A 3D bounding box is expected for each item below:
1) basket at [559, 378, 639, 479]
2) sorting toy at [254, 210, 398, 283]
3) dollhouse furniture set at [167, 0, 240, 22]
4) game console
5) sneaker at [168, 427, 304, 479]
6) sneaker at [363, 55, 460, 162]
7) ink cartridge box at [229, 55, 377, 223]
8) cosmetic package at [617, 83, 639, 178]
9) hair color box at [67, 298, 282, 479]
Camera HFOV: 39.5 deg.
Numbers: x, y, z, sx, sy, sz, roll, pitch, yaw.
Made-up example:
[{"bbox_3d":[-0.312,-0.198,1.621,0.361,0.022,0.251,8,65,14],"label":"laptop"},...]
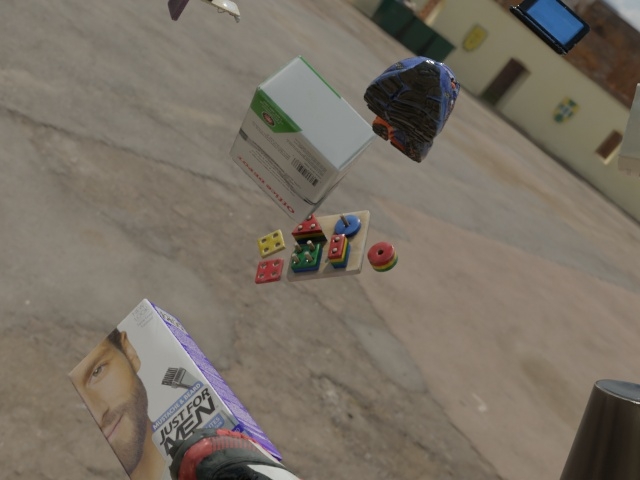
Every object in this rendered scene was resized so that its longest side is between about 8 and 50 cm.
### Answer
[{"bbox_3d":[0.437,0.328,1.290,0.154,0.227,0.204,7,7,-28],"label":"basket"},{"bbox_3d":[0.000,0.000,1.509,0.046,0.274,0.132,59,33,-42],"label":"sorting toy"},{"bbox_3d":[-0.126,-0.309,1.039,0.081,0.091,0.114,15,39,-35],"label":"dollhouse furniture set"},{"bbox_3d":[0.397,-0.383,1.540,0.122,0.071,0.107,44,20,8],"label":"game console"},{"bbox_3d":[-0.055,0.308,1.031,0.276,0.098,0.135,44,-14,-33],"label":"sneaker"},{"bbox_3d":[0.097,-0.146,0.883,0.083,0.087,0.221,34,-3,2],"label":"sneaker"},{"bbox_3d":[-0.030,-0.131,1.222,0.153,0.087,0.208,45,-24,1],"label":"ink cartridge box"},{"bbox_3d":[0.643,-0.146,1.435,0.296,0.129,0.153,16,-2,21],"label":"cosmetic package"},{"bbox_3d":[-0.234,0.271,1.384,0.339,0.185,0.110,44,-1,38],"label":"hair color box"}]
